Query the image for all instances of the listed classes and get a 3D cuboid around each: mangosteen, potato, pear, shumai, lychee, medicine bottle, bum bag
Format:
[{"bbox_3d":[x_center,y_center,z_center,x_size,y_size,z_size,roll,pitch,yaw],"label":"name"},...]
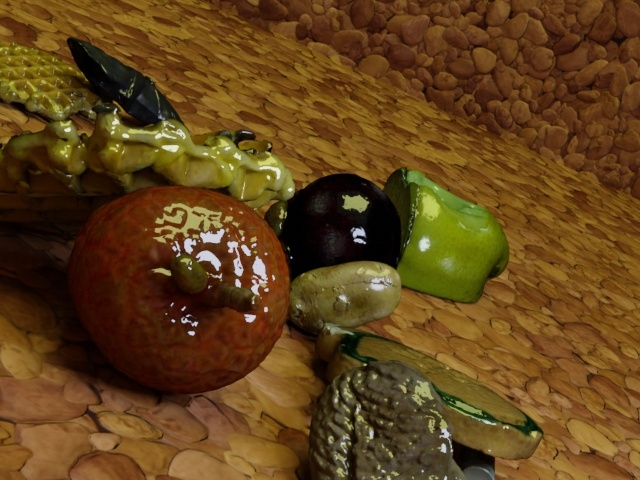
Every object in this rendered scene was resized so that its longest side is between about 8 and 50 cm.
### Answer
[{"bbox_3d":[0.000,0.000,1.770,0.250,0.211,0.211,3,15,12],"label":"mangosteen"},{"bbox_3d":[0.031,0.082,1.648,0.170,0.107,0.080,-11,47,-2],"label":"potato"},{"bbox_3d":[0.233,-0.006,2.130,0.292,0.159,0.292,27,18,-9],"label":"pear"},{"bbox_3d":[0.084,0.251,1.309,0.175,0.166,0.206,59,25,-50],"label":"shumai"},{"bbox_3d":[-0.158,0.055,1.316,0.255,0.255,0.300,19,5,-21],"label":"lychee"},{"bbox_3d":[0.197,0.287,1.467,0.047,0.047,0.083,27,19,0],"label":"medicine bottle"},{"bbox_3d":[-0.333,-0.266,2.097,0.310,0.074,0.137,35,10,-46],"label":"bum bag"}]

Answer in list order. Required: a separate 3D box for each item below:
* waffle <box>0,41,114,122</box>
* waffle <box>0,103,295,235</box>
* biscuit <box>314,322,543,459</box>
[{"bbox_3d":[-0.480,-0.275,2.052,0.291,0.051,0.291,23,19,-9],"label":"waffle"},{"bbox_3d":[-0.250,-0.068,1.474,0.382,0.095,0.379,8,-16,-38],"label":"waffle"},{"bbox_3d":[0.120,0.181,1.502,0.287,0.057,0.343,19,6,-38],"label":"biscuit"}]
